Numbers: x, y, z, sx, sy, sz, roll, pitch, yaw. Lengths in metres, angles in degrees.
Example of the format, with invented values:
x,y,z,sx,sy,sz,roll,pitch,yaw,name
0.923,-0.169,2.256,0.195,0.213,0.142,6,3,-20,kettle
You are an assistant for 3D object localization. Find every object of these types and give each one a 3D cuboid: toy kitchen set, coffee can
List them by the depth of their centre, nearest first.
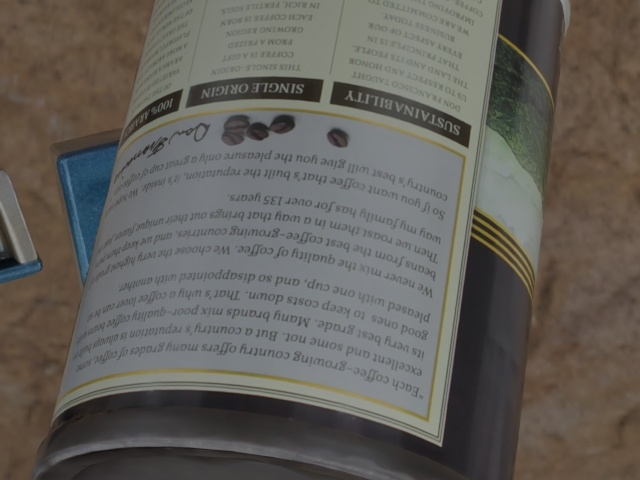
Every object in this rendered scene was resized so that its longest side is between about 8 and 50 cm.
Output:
x,y,z,sx,sy,sz,roll,pitch,yaw,name
0.000,0.000,0.768,0.201,0.275,0.201,8,154,4,coffee can
-0.176,0.030,0.937,0.207,0.166,0.122,-14,107,-13,toy kitchen set
